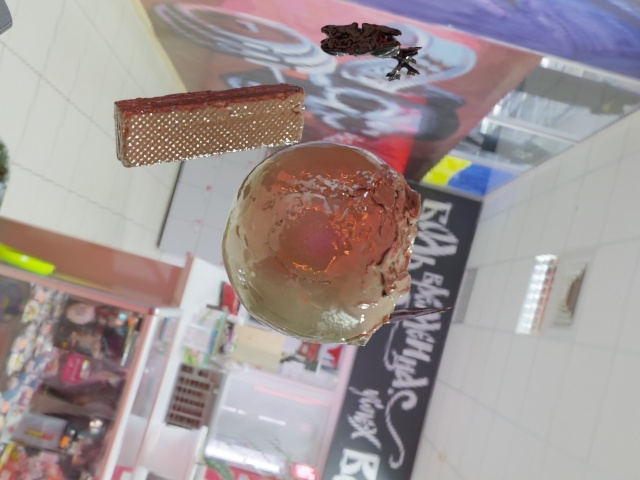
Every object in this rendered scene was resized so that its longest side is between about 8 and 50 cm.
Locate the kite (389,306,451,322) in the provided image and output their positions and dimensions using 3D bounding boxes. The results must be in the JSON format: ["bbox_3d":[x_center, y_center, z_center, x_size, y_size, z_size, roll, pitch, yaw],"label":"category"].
[{"bbox_3d":[0.143,0.154,1.572,0.323,0.268,0.013,170,-86,-78],"label":"kite"}]

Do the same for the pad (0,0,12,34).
[{"bbox_3d":[-0.733,-0.566,1.583,0.375,0.063,0.314,-97,168,-62],"label":"pad"}]

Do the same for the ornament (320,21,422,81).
[{"bbox_3d":[0.126,-0.420,1.731,0.236,0.202,0.080,5,91,-63],"label":"ornament"}]

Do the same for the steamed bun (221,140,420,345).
[{"bbox_3d":[0.000,0.000,1.254,0.233,0.312,0.333,155,-58,-76],"label":"steamed bun"}]

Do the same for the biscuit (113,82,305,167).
[{"bbox_3d":[-0.231,-0.258,1.669,0.078,0.426,0.144,47,-40,45],"label":"biscuit"}]
